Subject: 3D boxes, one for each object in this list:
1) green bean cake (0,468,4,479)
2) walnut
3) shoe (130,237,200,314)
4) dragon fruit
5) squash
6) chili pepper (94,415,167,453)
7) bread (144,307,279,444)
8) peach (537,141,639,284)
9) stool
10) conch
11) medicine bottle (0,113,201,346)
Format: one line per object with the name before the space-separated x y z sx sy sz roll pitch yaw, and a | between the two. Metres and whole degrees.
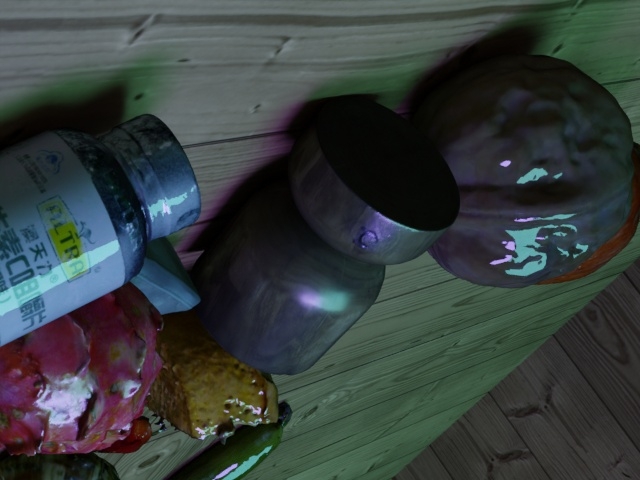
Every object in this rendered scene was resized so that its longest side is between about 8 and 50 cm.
green bean cake | -0.406 0.228 1.291 0.229 0.224 0.131 -8 149 -48
walnut | 0.221 -0.075 1.593 0.273 0.227 0.273 -17 143 -14
shoe | -0.188 0.032 1.416 0.078 0.079 0.195 -31 159 3
dragon fruit | -0.243 0.103 1.302 0.268 0.205 0.210 55 53 -74
squash | -0.173 0.379 2.343 0.318 0.071 0.080 -38 -157 1
chili pepper | -0.276 0.257 1.875 0.059 0.051 0.268 -23 165 17
bread | -0.142 0.136 1.607 0.143 0.140 0.229 -18 -162 -28
peach | 0.319 -0.065 1.828 0.256 0.232 0.232 -13 155 -20
stool | 0.000 0.000 1.500 0.179 0.179 0.264 -14 153 -49
conch | -0.336 0.322 1.793 0.187 0.124 0.181 -4 161 28
medicine bottle | -0.242 0.000 1.127 0.293 0.141 0.141 -27 161 -23
